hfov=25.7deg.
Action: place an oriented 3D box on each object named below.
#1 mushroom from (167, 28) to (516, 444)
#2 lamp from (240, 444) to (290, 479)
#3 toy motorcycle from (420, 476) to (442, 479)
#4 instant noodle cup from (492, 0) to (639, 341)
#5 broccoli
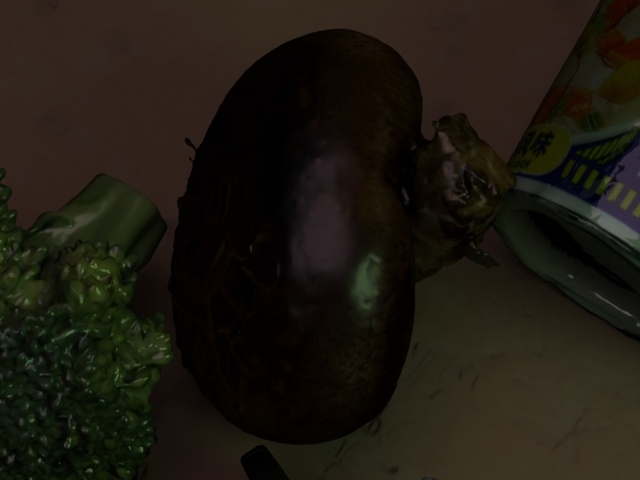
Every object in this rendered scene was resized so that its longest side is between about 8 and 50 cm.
[{"bbox_3d":[-0.007,-0.006,0.968,0.278,0.163,0.297,-30,51,42],"label":"mushroom"},{"bbox_3d":[-0.161,0.252,0.983,0.371,0.108,0.130,-26,103,11],"label":"lamp"},{"bbox_3d":[0.051,0.266,0.897,0.151,0.074,0.229,7,85,-34],"label":"toy motorcycle"},{"bbox_3d":[0.282,-0.092,0.988,0.284,0.284,0.312,33,80,22],"label":"instant noodle cup"},{"bbox_3d":[-0.229,0.059,0.961,0.288,0.235,0.260,32,92,17],"label":"broccoli"}]
